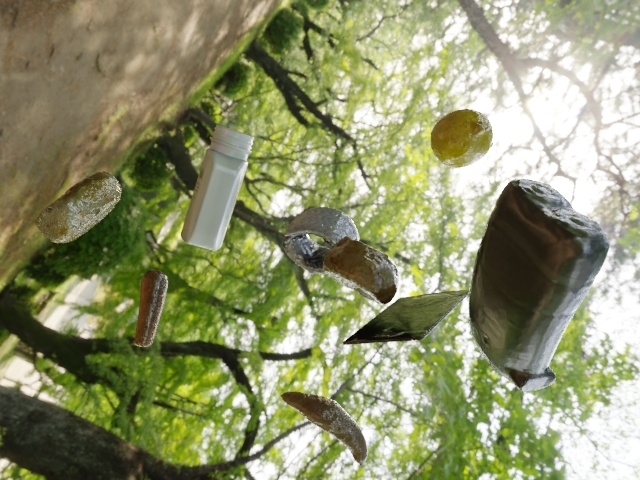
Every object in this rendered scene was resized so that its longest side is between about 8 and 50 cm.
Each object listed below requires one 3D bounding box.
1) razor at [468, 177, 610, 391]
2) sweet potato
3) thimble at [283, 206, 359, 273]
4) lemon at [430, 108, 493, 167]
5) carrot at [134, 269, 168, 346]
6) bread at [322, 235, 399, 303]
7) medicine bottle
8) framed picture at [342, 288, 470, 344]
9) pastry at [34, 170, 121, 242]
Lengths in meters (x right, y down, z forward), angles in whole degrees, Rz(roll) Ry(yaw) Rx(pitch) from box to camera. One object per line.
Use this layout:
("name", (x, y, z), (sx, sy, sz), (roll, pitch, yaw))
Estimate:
("razor", (0.336, 0.081, 0.817), (0.204, 0.114, 0.348), (-118, -156, -51))
("sweet potato", (0.031, 0.571, 1.575), (0.114, 0.342, 0.092), (-52, 179, 16))
("thimble", (0.000, 0.000, 1.746), (0.157, 0.246, 0.217), (-53, 159, -53))
("lemon", (0.421, -0.304, 1.461), (0.173, 0.174, 0.206), (-67, -163, -14))
("carrot", (-0.358, 0.142, 1.038), (0.055, 0.055, 0.161), (140, -44, -66))
("bread", (0.117, 0.080, 1.360), (0.122, 0.230, 0.230), (-59, -171, -7))
("medicine bottle", (-0.282, -0.146, 1.352), (0.179, 0.124, 0.324), (-135, -119, -73))
("framed picture", (0.241, 0.203, 1.335), (0.244, 0.013, 0.324), (-15, -172, 41))
("pastry", (-0.555, -0.077, 1.155), (0.182, 0.093, 0.192), (-34, -167, 28))
